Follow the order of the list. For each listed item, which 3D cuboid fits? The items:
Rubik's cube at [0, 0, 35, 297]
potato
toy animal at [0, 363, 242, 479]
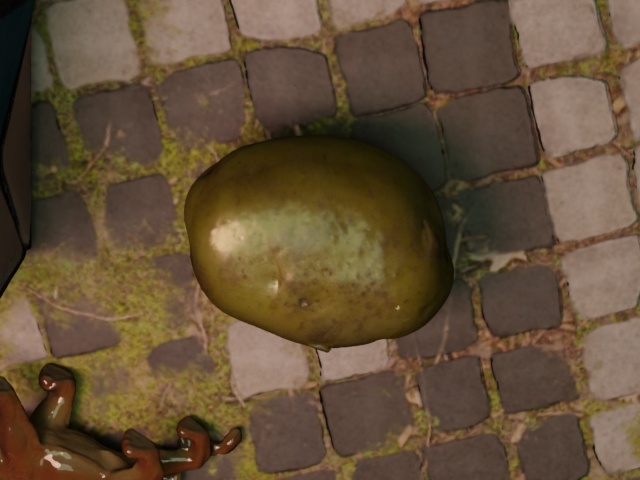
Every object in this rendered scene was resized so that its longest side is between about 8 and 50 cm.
[{"bbox_3d":[-0.406,-0.074,1.159,0.310,0.305,0.307,7,109,-3],"label":"Rubik's cube"},{"bbox_3d":[-0.001,0.002,1.275,0.228,0.148,0.197,-11,93,0],"label":"potato"},{"bbox_3d":[-0.249,0.212,1.371,0.312,0.097,0.158,21,115,-9],"label":"toy animal"}]
